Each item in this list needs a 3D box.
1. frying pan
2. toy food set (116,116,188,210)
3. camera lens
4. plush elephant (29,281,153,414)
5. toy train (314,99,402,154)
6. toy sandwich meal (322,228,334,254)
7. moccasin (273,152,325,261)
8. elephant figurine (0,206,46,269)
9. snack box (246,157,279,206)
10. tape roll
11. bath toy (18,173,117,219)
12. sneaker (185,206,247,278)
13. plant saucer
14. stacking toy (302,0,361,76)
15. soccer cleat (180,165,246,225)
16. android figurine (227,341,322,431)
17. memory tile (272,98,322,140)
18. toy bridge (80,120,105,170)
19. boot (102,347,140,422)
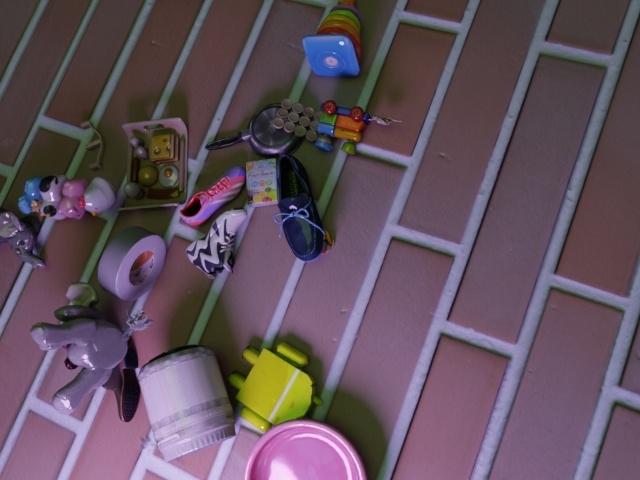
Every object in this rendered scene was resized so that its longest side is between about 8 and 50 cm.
[{"bbox_3d":[-0.206,-0.366,1.813,0.327,0.053,0.197,11,79,12],"label":"frying pan"},{"bbox_3d":[-0.553,-0.247,1.838,0.220,0.092,0.305,-5,77,12],"label":"toy food set"},{"bbox_3d":[-0.370,0.444,1.566,0.220,0.219,0.274,-23,73,7],"label":"camera lens"},{"bbox_3d":[-0.688,0.275,1.626,0.256,0.330,0.271,8,121,43],"label":"plush elephant"},{"bbox_3d":[0.108,-0.324,1.705,0.248,0.105,0.143,17,92,16],"label":"toy train"},{"bbox_3d":[0.000,0.000,1.685,0.086,0.029,0.085,-3,76,12],"label":"toy sandwich meal"},{"bbox_3d":[-0.084,-0.100,1.664,0.138,0.117,0.341,-23,65,10],"label":"moccasin"},{"bbox_3d":[-1.018,-0.027,1.880,0.240,0.185,0.169,4,35,3],"label":"elephant figurine"},{"bbox_3d":[-0.180,-0.180,1.765,0.100,0.037,0.141,-5,76,11],"label":"snack box"},{"bbox_3d":[-0.564,0.070,1.699,0.072,0.219,0.219,24,83,17],"label":"tape roll"},{"bbox_3d":[-0.820,-0.133,1.830,0.349,0.129,0.151,3,120,26],"label":"bath toy"},{"bbox_3d":[-0.283,0.021,1.713,0.235,0.094,0.153,-40,73,2],"label":"sneaker"},{"bbox_3d":[-0.038,0.639,1.500,0.333,0.084,0.331,-1,84,9],"label":"plant saucer"},{"bbox_3d":[0.068,-0.677,1.784,0.166,0.175,0.301,6,65,19],"label":"stacking toy"},{"bbox_3d":[-0.333,-0.144,1.762,0.248,0.095,0.083,-43,72,1],"label":"soccer cleat"},{"bbox_3d":[-0.125,0.420,1.602,0.273,0.056,0.248,26,84,18],"label":"android figurine"},{"bbox_3d":[-0.067,-0.378,1.765,0.148,0.012,0.113,21,70,-3],"label":"memory tile"},{"bbox_3d":[-0.778,-0.330,1.944,0.063,0.026,0.188,-21,74,6],"label":"toy bridge"},{"bbox_3d":[-0.612,0.443,1.705,0.106,0.082,0.219,-16,64,20],"label":"boot"}]
